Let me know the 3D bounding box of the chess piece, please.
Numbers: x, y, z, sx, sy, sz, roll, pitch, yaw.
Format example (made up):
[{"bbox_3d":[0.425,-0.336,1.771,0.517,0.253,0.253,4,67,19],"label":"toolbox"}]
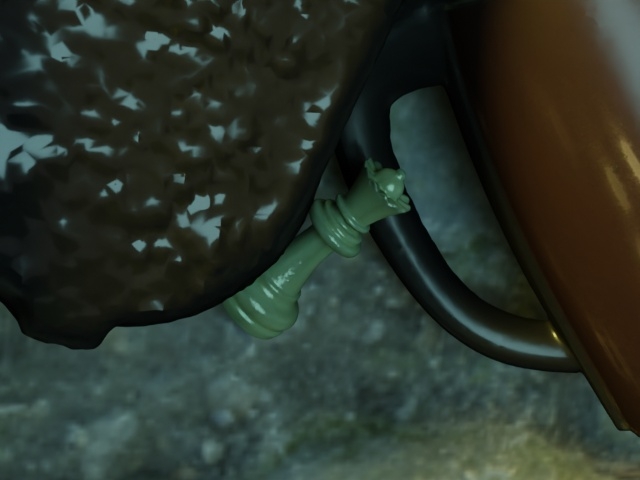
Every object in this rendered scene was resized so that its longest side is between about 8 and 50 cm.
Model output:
[{"bbox_3d":[0.000,0.000,0.571,0.093,0.042,0.042,-39,118,22],"label":"chess piece"}]

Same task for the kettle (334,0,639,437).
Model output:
[{"bbox_3d":[0.122,-0.034,0.600,0.202,0.144,0.232,-27,108,18],"label":"kettle"}]

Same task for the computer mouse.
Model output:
[{"bbox_3d":[-0.052,-0.119,0.501,0.183,0.116,0.323,20,102,-22],"label":"computer mouse"}]
